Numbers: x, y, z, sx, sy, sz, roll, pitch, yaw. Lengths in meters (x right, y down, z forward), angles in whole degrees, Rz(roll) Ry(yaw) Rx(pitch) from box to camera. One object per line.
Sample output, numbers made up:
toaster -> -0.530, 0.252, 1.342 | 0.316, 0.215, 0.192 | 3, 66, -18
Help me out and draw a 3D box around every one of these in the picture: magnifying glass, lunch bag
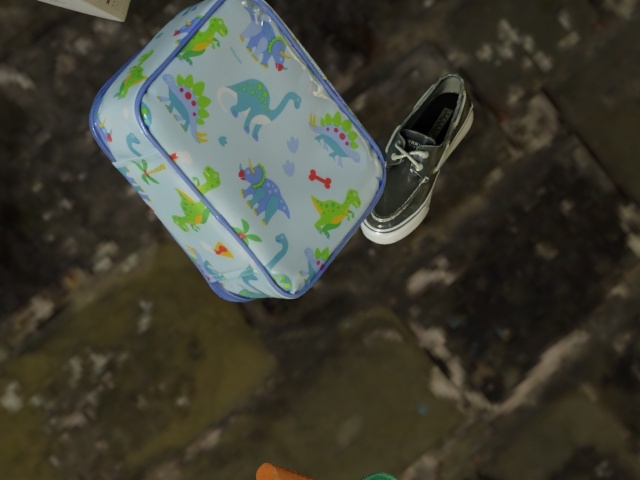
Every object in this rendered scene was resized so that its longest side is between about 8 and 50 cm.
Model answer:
magnifying glass -> 0.026, 0.240, 1.379 | 0.026, 0.231, 0.092 | -33, 52, 28
lunch bag -> -0.057, -0.073, 1.185 | 0.090, 0.219, 0.176 | -8, 39, 51

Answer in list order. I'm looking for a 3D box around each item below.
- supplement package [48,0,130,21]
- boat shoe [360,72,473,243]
supplement package -> -0.295, -0.337, 1.676 | 0.244, 0.134, 0.139 | 0, -75, -79
boat shoe -> 0.106, -0.099, 1.759 | 0.219, 0.078, 0.070 | -61, -21, -21
